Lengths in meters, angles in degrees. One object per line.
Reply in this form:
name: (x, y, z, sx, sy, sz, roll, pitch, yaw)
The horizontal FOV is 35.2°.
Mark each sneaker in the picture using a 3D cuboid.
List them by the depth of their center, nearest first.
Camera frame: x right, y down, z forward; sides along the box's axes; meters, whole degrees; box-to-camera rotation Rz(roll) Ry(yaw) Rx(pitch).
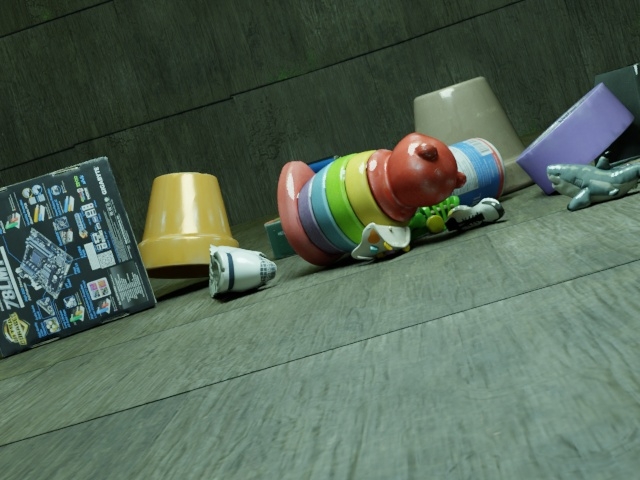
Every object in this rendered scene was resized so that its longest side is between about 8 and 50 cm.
sneaker: (0.236, -0.034, 1.549, 0.044, 0.040, 0.109, -42, 15, -36)
sneaker: (-0.139, 0.051, 1.706, 0.094, 0.090, 0.235, -5, 6, -13)

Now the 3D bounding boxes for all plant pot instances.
plant pot: (0.579, -0.232, 1.740, 0.188, 0.167, 0.187, -18, 5, -17)
plant pot: (-0.265, -0.030, 1.997, 0.205, 0.188, 0.205, -4, -9, -1)
plant pot: (0.286, -0.195, 2.002, 0.263, 0.229, 0.263, -18, 6, 2)

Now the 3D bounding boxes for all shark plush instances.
shark plush: (0.393, -0.089, 1.385, 0.161, 0.067, 0.073, -13, 6, 41)

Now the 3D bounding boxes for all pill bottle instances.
pill bottle: (0.210, -0.097, 1.783, 0.221, 0.124, 0.124, -20, 6, -29)

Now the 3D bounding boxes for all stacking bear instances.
stacking bear: (0.088, -0.077, 1.586, 0.289, 0.175, 0.164, -24, 36, 37)

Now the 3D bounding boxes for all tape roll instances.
tape roll: (0.418, -0.167, 1.664, 0.189, 0.080, 0.189, -43, -2, -2)

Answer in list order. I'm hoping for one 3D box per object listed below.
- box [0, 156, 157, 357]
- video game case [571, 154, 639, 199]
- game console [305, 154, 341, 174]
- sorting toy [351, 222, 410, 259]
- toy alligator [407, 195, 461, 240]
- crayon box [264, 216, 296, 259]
box: (-0.485, 0.027, 1.845, 0.293, 0.296, 0.073, -20, 5, -12)
video game case: (0.485, -0.109, 1.552, 0.201, 0.023, 0.183, -17, 5, 18)
game console: (0.087, -0.152, 2.611, 0.173, 0.250, 0.293, -50, 19, -25)
sorting toy: (0.088, 0.010, 1.529, 0.083, 0.045, 0.075, 4, -28, -45)
toy alligator: (0.171, -0.035, 1.651, 0.189, 0.051, 0.056, -19, 5, -12)
crayon box: (0.049, -0.054, 2.118, 0.202, 0.081, 0.318, -15, 5, 29)
